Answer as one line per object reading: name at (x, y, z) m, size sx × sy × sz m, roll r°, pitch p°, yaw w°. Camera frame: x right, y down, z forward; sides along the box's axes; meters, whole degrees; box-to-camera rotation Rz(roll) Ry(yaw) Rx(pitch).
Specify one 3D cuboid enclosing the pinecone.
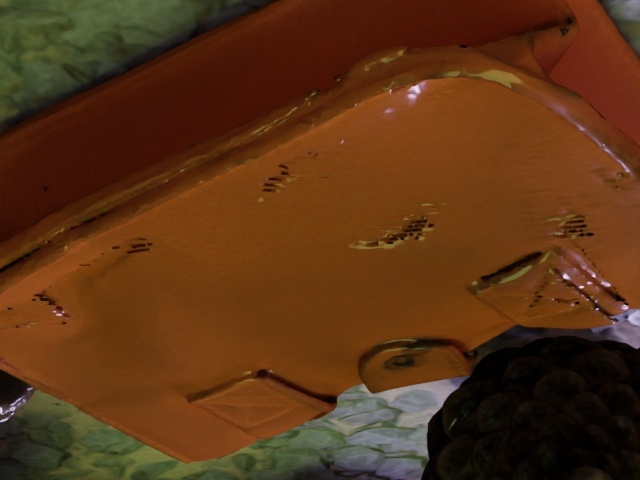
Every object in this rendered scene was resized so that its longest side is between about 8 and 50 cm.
pinecone at (0.188, 0.176, 1.006) m, size 0.224 × 0.224 × 0.272 m, roll -11°, pitch 169°, yaw 11°

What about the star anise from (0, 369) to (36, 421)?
star anise at (-0.300, 0.086, 0.941) m, size 0.236 × 0.093 × 0.229 m, roll 5°, pitch 139°, yaw -19°

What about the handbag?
handbag at (0.000, 0.000, 0.811) m, size 0.410 × 0.116 × 0.303 m, roll -22°, pitch 141°, yaw 26°
